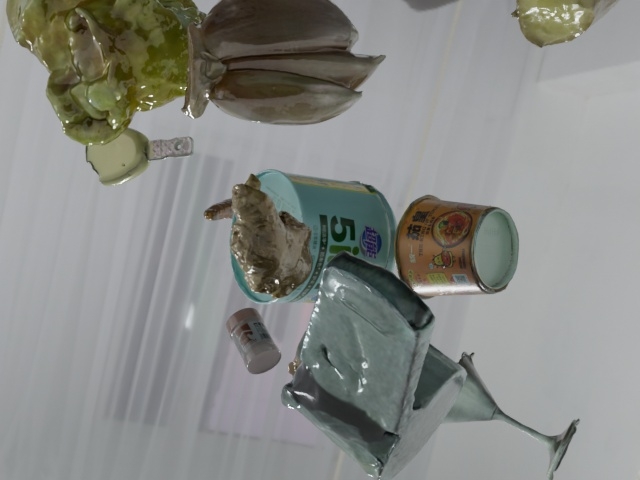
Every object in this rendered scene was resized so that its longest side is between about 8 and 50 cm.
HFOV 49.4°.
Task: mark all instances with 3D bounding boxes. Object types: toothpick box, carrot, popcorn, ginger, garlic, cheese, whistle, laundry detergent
[{"bbox_3d":[-0.175,0.262,1.818,0.098,0.098,0.149,11,-145,-44],"label":"toothpick box"},{"bbox_3d":[-0.233,-0.074,1.707,0.061,0.061,0.209,14,-169,15],"label":"carrot"},{"bbox_3d":[-0.381,-0.367,1.269,0.293,0.292,0.334,0,-125,-53],"label":"popcorn"},{"bbox_3d":[0.330,-0.365,0.847,0.138,0.267,0.152,24,-158,32],"label":"ginger"},{"bbox_3d":[-0.072,-0.300,1.139,0.325,0.279,0.132,-6,158,-12],"label":"garlic"},{"bbox_3d":[-0.368,-0.178,1.419,0.255,0.127,0.050,-1,175,24],"label":"cheese"},{"bbox_3d":[0.056,0.172,0.868,0.168,0.188,0.405,36,170,25],"label":"whistle"},{"bbox_3d":[-0.074,0.007,0.980,0.074,0.137,0.213,3,160,19],"label":"ginger"},{"bbox_3d":[0.000,0.000,1.542,0.305,0.287,0.287,5,-172,-37],"label":"laundry detergent"}]

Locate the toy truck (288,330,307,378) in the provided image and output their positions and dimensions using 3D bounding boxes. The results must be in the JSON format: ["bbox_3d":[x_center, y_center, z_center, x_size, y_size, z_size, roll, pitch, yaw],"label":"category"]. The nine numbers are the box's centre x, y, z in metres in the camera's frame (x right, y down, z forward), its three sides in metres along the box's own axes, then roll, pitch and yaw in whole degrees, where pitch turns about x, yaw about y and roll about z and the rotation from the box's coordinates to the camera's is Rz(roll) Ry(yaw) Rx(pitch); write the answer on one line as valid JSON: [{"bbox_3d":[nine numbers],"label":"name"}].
[{"bbox_3d":[0.027,0.159,1.172,0.108,0.140,0.257,2,-154,16],"label":"toy truck"}]

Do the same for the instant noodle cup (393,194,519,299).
[{"bbox_3d":[0.274,0.017,1.369,0.215,0.216,0.172,11,174,-44],"label":"instant noodle cup"}]

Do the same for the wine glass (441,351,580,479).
[{"bbox_3d":[0.327,0.316,1.237,0.232,0.156,0.156,25,-172,26],"label":"wine glass"}]
